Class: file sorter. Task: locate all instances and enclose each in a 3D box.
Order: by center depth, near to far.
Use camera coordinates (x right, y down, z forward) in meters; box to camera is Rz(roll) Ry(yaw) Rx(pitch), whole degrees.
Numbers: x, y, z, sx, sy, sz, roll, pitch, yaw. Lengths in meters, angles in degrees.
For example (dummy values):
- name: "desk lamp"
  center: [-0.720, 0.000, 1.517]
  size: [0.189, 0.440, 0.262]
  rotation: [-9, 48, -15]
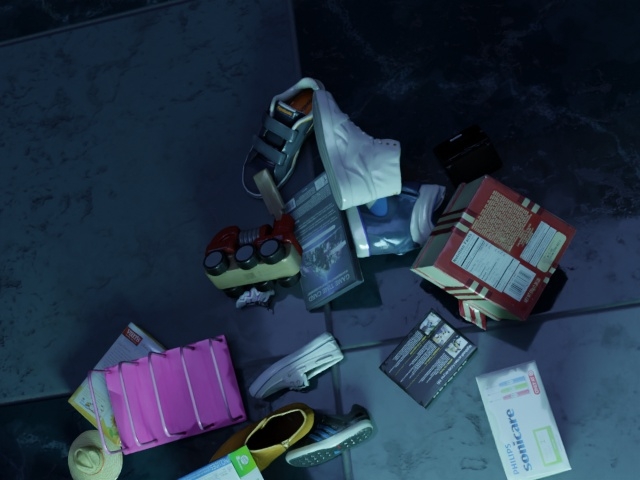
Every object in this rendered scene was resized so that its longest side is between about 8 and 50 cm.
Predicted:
- name: "file sorter"
  center: [-0.336, 0.340, 1.903]
  size: [0.291, 0.182, 0.202]
  rotation: [-16, 81, 1]

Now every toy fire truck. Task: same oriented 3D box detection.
- name: "toy fire truck"
  center: [-0.155, -0.020, 2.018]
  size: [0.217, 0.158, 0.246]
  rotation: [-12, 46, 21]

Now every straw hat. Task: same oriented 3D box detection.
- name: "straw hat"
  center: [-0.536, 0.507, 2.003]
  size: [0.145, 0.061, 0.144]
  rotation: [-4, 73, 12]

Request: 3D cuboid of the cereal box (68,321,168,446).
- name: "cereal box"
  center: [-0.453, 0.337, 2.038]
  size: [0.173, 0.047, 0.240]
  rotation: [37, 85, 18]

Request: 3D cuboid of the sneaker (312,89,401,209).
- name: "sneaker"
  center: [0.087, -0.214, 1.918]
  size: [0.169, 0.108, 0.292]
  rotation: [-13, 70, -10]

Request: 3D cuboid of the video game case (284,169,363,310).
- name: "video game case"
  center: [0.000, 0.000, 1.974]
  size: [0.196, 0.026, 0.274]
  rotation: [-34, 64, 46]

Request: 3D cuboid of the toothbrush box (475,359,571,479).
- name: "toothbrush box"
  center: [0.395, 0.366, 1.700]
  size: [0.122, 0.283, 0.206]
  rotation: [-18, 70, 9]

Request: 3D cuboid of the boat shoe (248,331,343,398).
- name: "boat shoe"
  center: [-0.053, 0.295, 1.934]
  size: [0.226, 0.083, 0.075]
  rotation: [-37, 69, 1]

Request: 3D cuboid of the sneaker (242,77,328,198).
- name: "sneaker"
  center: [-0.096, -0.255, 2.081]
  size: [0.126, 0.127, 0.321]
  rotation: [30, 85, 18]

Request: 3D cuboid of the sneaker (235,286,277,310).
- name: "sneaker"
  center: [-0.145, 0.143, 2.024]
  size: [0.098, 0.038, 0.069]
  rotation: [-39, 69, 1]

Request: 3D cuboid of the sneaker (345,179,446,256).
- name: "sneaker"
  center: [0.162, -0.121, 1.991]
  size: [0.237, 0.130, 0.322]
  rotation: [-12, 66, -1]

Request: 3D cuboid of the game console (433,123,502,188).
- name: "game console"
  center: [0.341, -0.195, 2.017]
  size: [0.122, 0.071, 0.107]
  rotation: [-30, 40, 3]

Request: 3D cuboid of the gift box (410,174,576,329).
- name: "gift box"
  center: [0.363, 0.039, 1.821]
  size: [0.276, 0.258, 0.255]
  rotation: [36, 85, -3]

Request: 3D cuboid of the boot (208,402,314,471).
- name: "boot"
  center: [-0.144, 0.437, 1.844]
  size: [0.295, 0.211, 0.104]
  rotation: [-35, 78, 2]

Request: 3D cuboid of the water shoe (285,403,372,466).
- name: "water shoe"
  center: [0.015, 0.428, 1.899]
  size: [0.203, 0.073, 0.080]
  rotation: [-23, 49, 2]

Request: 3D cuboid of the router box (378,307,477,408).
- name: "router box"
  center: [0.235, 0.258, 1.895]
  size: [0.133, 0.046, 0.179]
  rotation: [41, 87, 20]

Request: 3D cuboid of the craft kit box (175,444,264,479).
- name: "craft kit box"
  center: [-0.176, 0.569, 1.784]
  size: [0.250, 0.061, 0.246]
  rotation: [-36, 77, 46]
